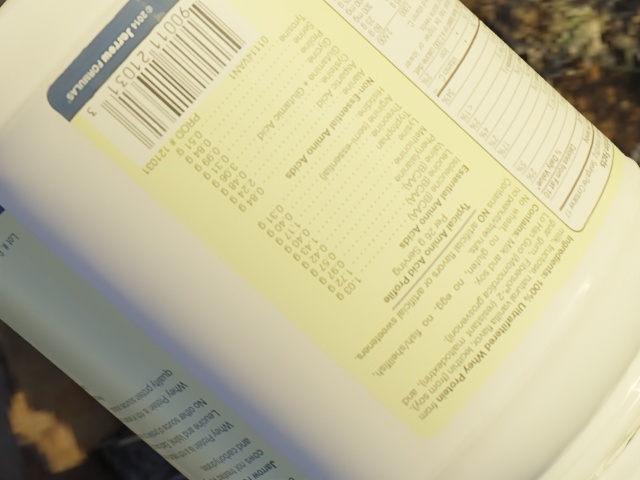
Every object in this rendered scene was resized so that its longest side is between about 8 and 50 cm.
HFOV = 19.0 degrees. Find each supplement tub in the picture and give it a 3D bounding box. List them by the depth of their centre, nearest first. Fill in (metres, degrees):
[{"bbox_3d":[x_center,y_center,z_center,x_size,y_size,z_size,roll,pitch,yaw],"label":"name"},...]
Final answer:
[{"bbox_3d":[0.000,0.000,0.828,0.325,0.235,0.235,42,126,-8],"label":"supplement tub"}]
